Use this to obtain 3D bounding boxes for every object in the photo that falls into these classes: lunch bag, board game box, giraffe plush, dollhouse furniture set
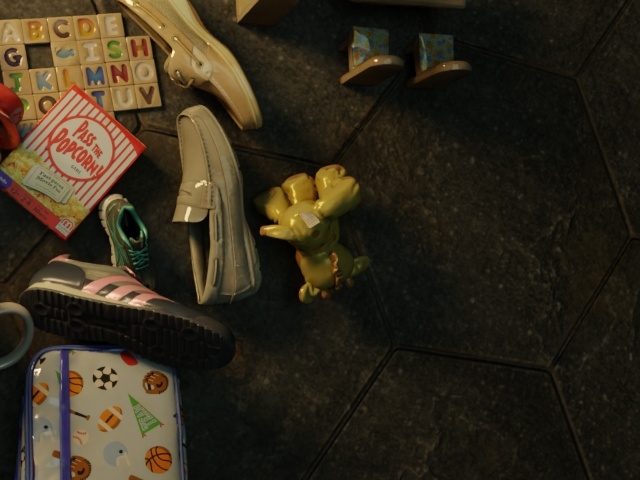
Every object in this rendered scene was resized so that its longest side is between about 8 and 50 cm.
[{"bbox_3d":[-0.319,0.302,1.291,0.243,0.115,0.304,4,60,-22],"label":"lunch bag"},{"bbox_3d":[-0.386,-0.119,1.379,0.146,0.045,0.193,42,74,-17],"label":"board game box"},{"bbox_3d":[0.000,0.000,1.475,0.181,0.210,0.171,-17,119,8],"label":"giraffe plush"},{"bbox_3d":[0.081,-0.463,1.491,0.394,0.256,0.362,-2,86,-22],"label":"dollhouse furniture set"}]

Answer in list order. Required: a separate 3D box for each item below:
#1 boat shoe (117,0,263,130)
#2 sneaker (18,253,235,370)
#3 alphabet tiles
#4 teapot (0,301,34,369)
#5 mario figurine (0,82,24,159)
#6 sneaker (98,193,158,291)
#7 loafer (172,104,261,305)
[{"bbox_3d":[-0.206,-0.289,1.445,0.098,0.109,0.302,-38,97,-12],"label":"boat shoe"},{"bbox_3d":[-0.269,0.092,1.331,0.318,0.112,0.131,18,37,-2],"label":"sneaker"},{"bbox_3d":[-0.376,-0.257,1.422,0.237,0.009,0.198,-10,89,-22],"label":"alphabet tiles"},{"bbox_3d":[-0.530,0.078,1.194,0.187,0.256,0.252,-38,86,-3],"label":"teapot"},{"bbox_3d":[-0.533,-0.110,1.239,0.320,0.198,0.170,-42,123,-36],"label":"mario figurine"},{"bbox_3d":[-0.290,0.010,1.386,0.065,0.076,0.167,-29,108,-25],"label":"sneaker"},{"bbox_3d":[-0.181,-0.053,1.426,0.111,0.112,0.320,-15,91,-31],"label":"loafer"}]
